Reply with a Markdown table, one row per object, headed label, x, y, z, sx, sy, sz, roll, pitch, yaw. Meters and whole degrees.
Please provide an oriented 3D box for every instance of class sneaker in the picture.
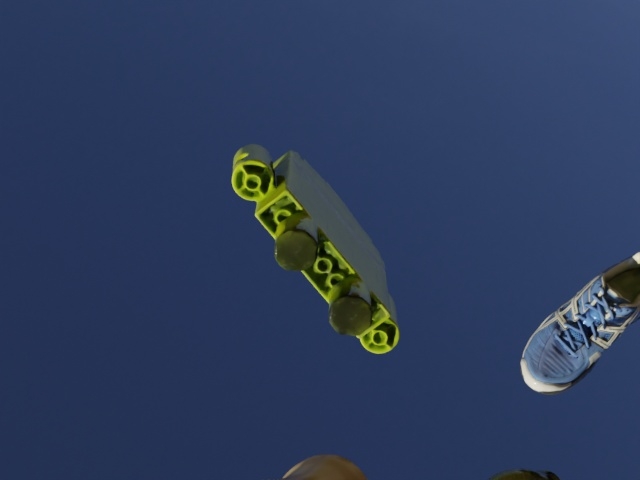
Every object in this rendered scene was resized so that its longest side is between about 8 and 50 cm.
| label | x | y | z | sx | sy | sz | roll | pitch | yaw |
| --- | --- | --- | --- | --- | --- | --- | --- | --- | --- |
| sneaker | 0.300 | 0.085 | 1.384 | 0.080 | 0.081 | 0.211 | 40 | -110 | 20 |

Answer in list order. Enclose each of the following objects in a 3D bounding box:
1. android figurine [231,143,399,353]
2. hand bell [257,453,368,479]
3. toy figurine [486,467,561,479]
| label | x | y | z | sx | sy | sz | roll | pitch | yaw |
| --- | --- | --- | --- | --- | --- | --- | --- | --- | --- |
| android figurine | 0.000 | 0.000 | 1.277 | 0.248 | 0.056 | 0.273 | 50 | -170 | -16 |
| hand bell | -0.078 | 0.217 | 0.966 | 0.242 | 0.126 | 0.126 | 19 | -136 | -46 |
| toy figurine | 0.070 | 0.307 | 1.111 | 0.217 | 0.191 | 0.362 | 38 | -107 | -10 |
